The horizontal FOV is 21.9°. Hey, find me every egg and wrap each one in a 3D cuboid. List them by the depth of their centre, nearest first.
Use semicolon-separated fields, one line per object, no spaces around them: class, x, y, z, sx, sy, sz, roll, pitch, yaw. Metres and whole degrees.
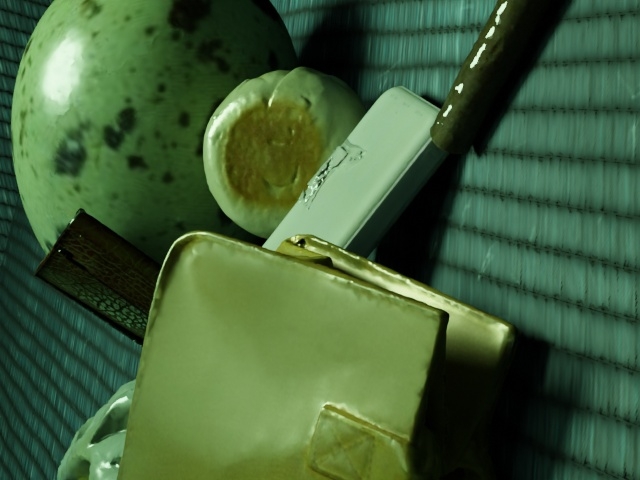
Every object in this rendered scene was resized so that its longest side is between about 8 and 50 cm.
egg;-0.164;-0.104;1.637;0.287;0.287;0.379;-124;43;-65

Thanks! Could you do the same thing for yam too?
yam;0.159;-0.191;1.164;0.045;0.045;0.327;-46;-14;-51

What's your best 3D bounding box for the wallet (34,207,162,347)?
wallet;-0.151;0.072;1.560;0.133;0.243;0.039;-42;17;55

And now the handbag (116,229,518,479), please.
handbag;-0.018;0.209;1.170;0.283;0.133;0.401;21;99;47

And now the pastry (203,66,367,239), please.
pastry;-0.026;-0.077;1.462;0.092;0.156;0.156;-3;-68;-65

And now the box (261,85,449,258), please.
box;0.000;0.000;1.344;0.285;0.044;0.142;-51;20;4

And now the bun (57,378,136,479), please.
bun;-0.146;0.271;1.463;0.354;0.194;0.354;-165;90;-72
